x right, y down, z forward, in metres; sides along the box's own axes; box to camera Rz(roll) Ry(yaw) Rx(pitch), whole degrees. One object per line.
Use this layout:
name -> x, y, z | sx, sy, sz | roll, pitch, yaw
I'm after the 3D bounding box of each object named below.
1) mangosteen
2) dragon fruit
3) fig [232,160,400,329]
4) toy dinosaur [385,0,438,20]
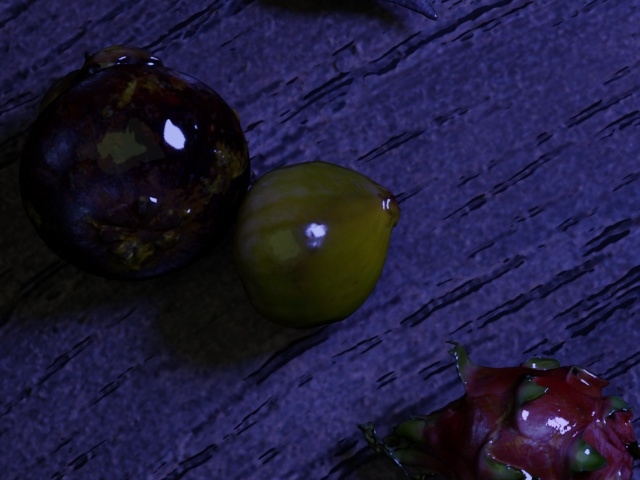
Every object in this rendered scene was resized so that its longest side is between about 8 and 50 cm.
mangosteen -> -0.159, -0.076, 1.646 | 0.192, 0.192, 0.217 | -23, 45, 7
dragon fruit -> 0.141, 0.153, 1.562 | 0.236, 0.135, 0.137 | 14, 89, 31
fig -> -0.011, 0.002, 1.613 | 0.121, 0.136, 0.153 | 11, 57, 29
toy dinosaur -> -0.004, -0.298, 1.696 | 0.294, 0.077, 0.162 | 29, 91, 29
